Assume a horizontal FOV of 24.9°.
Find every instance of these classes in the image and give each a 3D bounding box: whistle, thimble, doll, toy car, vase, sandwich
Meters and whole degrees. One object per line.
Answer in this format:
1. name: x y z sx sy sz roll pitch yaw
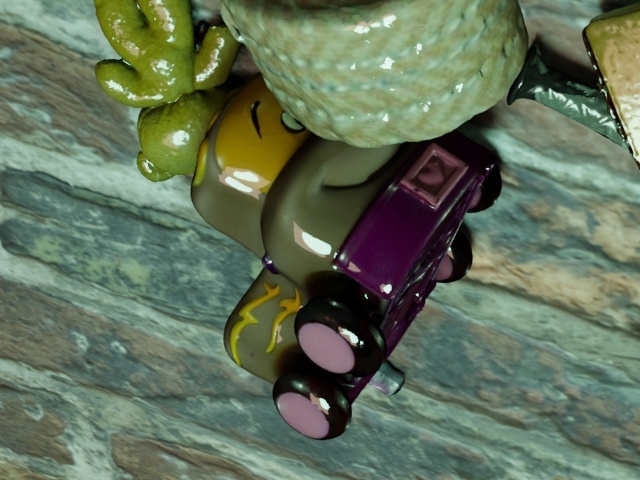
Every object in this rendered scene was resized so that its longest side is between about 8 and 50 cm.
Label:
1. whistle: 0.018 0.114 1.590 0.176 0.033 0.033 36 138 -15
2. thimble: 0.042 -0.179 1.139 0.229 0.196 0.148 -3 134 27
3. doll: -0.137 -0.159 1.346 0.137 0.097 0.209 -18 114 -1
4. toy car: 0.000 0.000 1.320 0.240 0.271 0.340 33 141 11
5. vase: 0.242 -0.108 1.227 0.167 0.059 0.059 25 139 -2
6. sandwich: 0.315 -0.111 1.138 0.162 0.058 0.193 -19 102 26
